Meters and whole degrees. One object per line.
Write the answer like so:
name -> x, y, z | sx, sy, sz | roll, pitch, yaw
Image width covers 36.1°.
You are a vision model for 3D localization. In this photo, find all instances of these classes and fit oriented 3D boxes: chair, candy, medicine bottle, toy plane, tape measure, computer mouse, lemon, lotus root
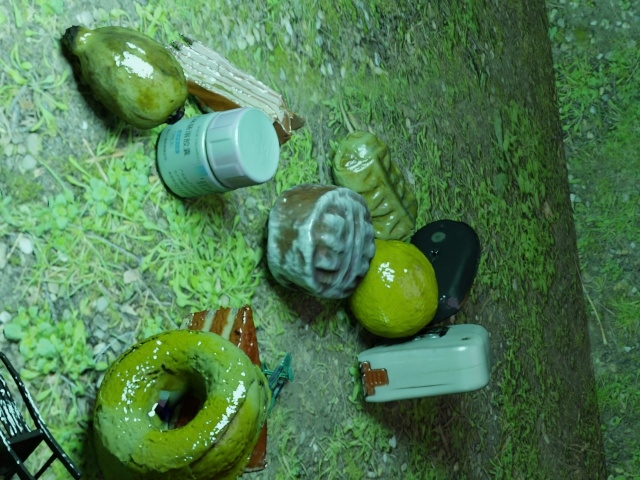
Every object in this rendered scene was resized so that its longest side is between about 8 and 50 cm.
chair -> -0.407, 0.250, 1.250 | 0.212, 0.101, 0.084 | 50, 26, 17
candy -> 0.000, 0.000, 1.858 | 0.289, 0.157, 0.214 | 15, 86, -63
medicine bottle -> -0.166, -0.143, 1.603 | 0.135, 0.169, 0.135 | 15, 72, -57
toy plane -> -0.103, 0.279, 1.732 | 0.235, 0.060, 0.096 | -56, 138, -42
tape measure -> 0.230, 0.253, 2.093 | 0.265, 0.258, 0.130 | -30, 109, -74
computer mouse -> 0.266, 0.082, 2.239 | 0.116, 0.183, 0.323 | 60, 40, -34
lemon -> 0.147, 0.101, 2.039 | 0.192, 0.192, 0.231 | -49, 123, -50
lotus root -> -0.290, -0.251, 1.479 | 0.214, 0.138, 0.138 | 31, 58, -39

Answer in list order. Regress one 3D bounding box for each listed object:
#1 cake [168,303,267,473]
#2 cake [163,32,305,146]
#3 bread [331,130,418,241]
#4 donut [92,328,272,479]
cake -> -0.193, 0.234, 1.507 | 0.160, 0.158, 0.262 | 2, 81, -59
cake -> -0.168, -0.249, 1.713 | 0.287, 0.135, 0.098 | 38, 56, -24
bread -> 0.111, -0.108, 2.082 | 0.152, 0.130, 0.267 | -58, 133, -33
donut -> -0.201, 0.236, 1.383 | 0.107, 0.272, 0.272 | 82, 22, -53
